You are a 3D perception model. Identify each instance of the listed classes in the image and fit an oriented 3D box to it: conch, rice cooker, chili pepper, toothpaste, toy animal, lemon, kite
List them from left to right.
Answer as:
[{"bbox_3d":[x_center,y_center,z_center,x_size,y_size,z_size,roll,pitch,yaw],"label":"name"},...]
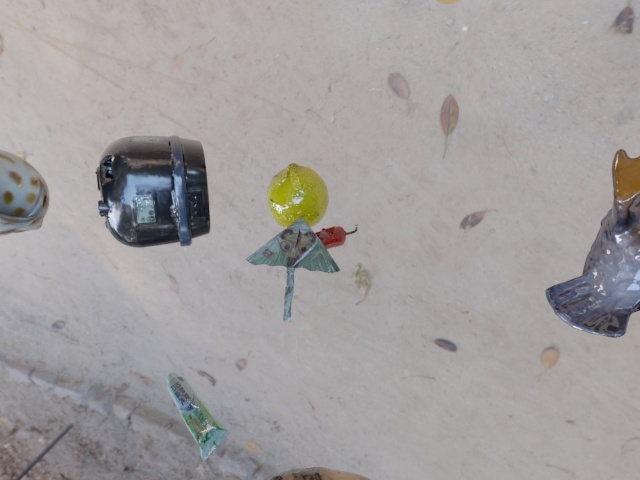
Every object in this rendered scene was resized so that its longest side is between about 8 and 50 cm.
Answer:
[{"bbox_3d":[-0.605,-0.080,0.764,0.148,0.275,0.183,-21,73,12],"label":"conch"},{"bbox_3d":[-0.367,-0.112,0.930,0.224,0.267,0.267,-5,121,-20],"label":"rice cooker"},{"bbox_3d":[-0.311,0.405,0.998,0.297,0.075,0.048,23,154,50],"label":"toothpaste"},{"bbox_3d":[-0.067,0.062,0.950,0.229,0.250,0.012,3,159,14],"label":"kite"},{"bbox_3d":[-0.063,-0.118,1.134,0.173,0.173,0.206,3,136,18],"label":"lemon"},{"bbox_3d":[0.000,0.000,1.089,0.050,0.268,0.059,-7,97,58],"label":"chili pepper"},{"bbox_3d":[0.395,-0.015,0.482,0.122,0.185,0.298,36,101,41],"label":"toy animal"}]

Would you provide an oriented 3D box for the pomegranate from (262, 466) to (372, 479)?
[{"bbox_3d":[-0.011,0.460,0.555,0.322,0.322,0.322,8,118,15],"label":"pomegranate"}]
